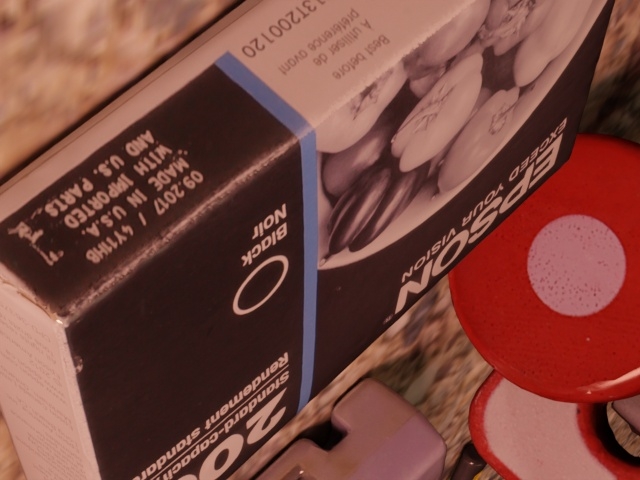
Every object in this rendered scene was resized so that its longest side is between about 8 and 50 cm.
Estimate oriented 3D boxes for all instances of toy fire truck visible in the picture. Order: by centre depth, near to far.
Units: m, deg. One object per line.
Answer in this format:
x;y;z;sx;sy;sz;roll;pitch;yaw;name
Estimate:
0.211;0.019;0.641;0.302;0.254;0.169;-52;159;9;toy fire truck

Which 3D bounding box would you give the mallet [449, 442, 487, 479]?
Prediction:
0.049;0.189;0.934;0.062;0.039;0.190;-34;151;-43;mallet

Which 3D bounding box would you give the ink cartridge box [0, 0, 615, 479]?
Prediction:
0.000;0.000;0.482;0.206;0.045;0.208;-41;159;-22;ink cartridge box

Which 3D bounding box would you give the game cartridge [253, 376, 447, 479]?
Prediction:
-0.086;0.230;0.698;0.355;0.068;0.230;-41;154;-20;game cartridge
